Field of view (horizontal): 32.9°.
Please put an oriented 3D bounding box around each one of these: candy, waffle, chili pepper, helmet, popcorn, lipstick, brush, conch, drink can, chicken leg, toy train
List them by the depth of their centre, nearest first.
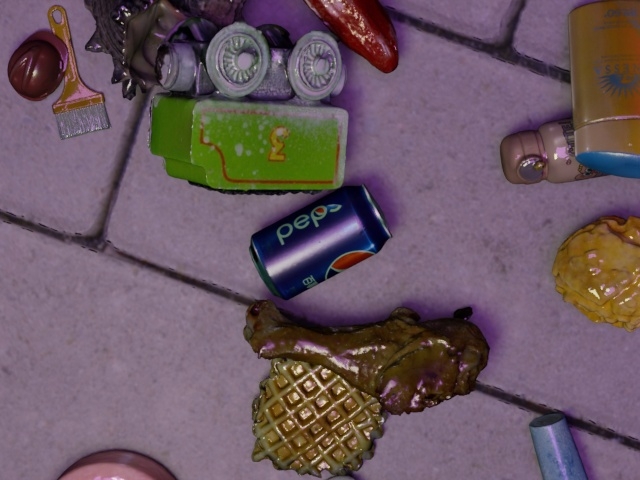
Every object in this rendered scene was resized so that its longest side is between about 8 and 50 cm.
[{"bbox_3d":[-0.102,-0.189,1.551,0.307,0.173,0.248,-2,101,-37],"label":"toy train"},{"bbox_3d":[0.075,0.180,1.598,0.361,0.211,0.140,-1,114,-11],"label":"chicken leg"},{"bbox_3d":[-0.223,-0.355,1.606,0.241,0.186,0.313,29,83,-17],"label":"conch"},{"bbox_3d":[0.036,-0.358,1.607,0.136,0.144,0.252,-40,106,-13],"label":"chili pepper"},{"bbox_3d":[0.438,0.045,1.610,0.170,0.180,0.179,-6,96,-33],"label":"popcorn"},{"bbox_3d":[0.000,0.000,1.644,0.205,0.118,0.118,-29,94,5],"label":"drink can"},{"bbox_3d":[-0.444,-0.269,1.661,0.089,0.057,0.111,31,100,9],"label":"helmet"},{"bbox_3d":[-0.390,-0.265,1.689,0.083,0.011,0.205,-12,94,5],"label":"brush"},{"bbox_3d":[0.394,0.408,1.694,0.068,0.061,0.274,-18,94,2],"label":"lipstick"},{"bbox_3d":[-0.002,0.274,1.701,0.214,0.054,0.207,9,99,-2],"label":"waffle"},{"bbox_3d":[-0.335,0.460,1.714,0.255,0.094,0.255,0,96,2],"label":"candy"}]

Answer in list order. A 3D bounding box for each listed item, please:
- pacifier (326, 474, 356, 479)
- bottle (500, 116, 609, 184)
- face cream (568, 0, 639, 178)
[{"bbox_3d":[0.034,0.468,1.682,0.279,0.227,0.207,-27,60,24],"label":"pacifier"},{"bbox_3d":[0.376,-0.133,1.618,0.209,0.110,0.097,-11,115,3],"label":"bottle"},{"bbox_3d":[0.432,-0.217,1.562,0.139,0.067,0.285,-2,64,11],"label":"face cream"}]
